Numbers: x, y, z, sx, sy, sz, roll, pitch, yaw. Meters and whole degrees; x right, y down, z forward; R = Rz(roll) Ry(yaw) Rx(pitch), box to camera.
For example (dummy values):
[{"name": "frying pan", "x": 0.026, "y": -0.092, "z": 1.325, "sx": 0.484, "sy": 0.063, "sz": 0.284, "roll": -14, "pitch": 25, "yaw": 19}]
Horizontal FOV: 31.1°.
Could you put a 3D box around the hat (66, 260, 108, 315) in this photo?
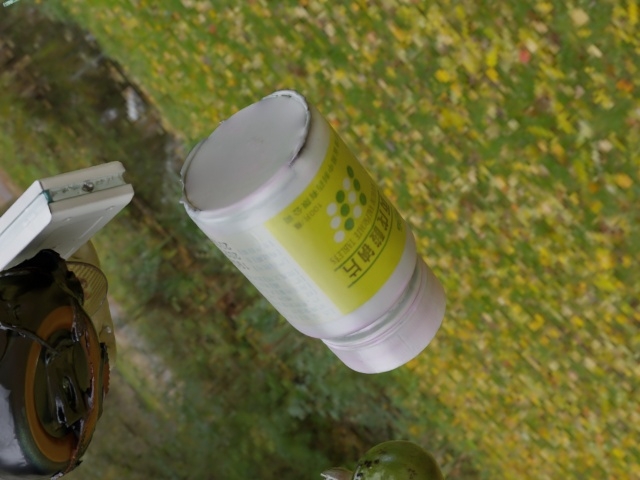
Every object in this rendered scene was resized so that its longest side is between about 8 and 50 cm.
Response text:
[{"name": "hat", "x": -0.382, "y": 0.120, "z": 1.648, "sx": 0.082, "sy": 0.193, "sz": 0.193, "roll": 57, "pitch": 172, "yaw": 29}]

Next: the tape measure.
[{"name": "tape measure", "x": -0.305, "y": 0.138, "z": 1.179, "sx": 0.202, "sy": 0.135, "sz": 0.223, "roll": -41, "pitch": -55, "yaw": -68}]

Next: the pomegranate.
[{"name": "pomegranate", "x": 0.099, "y": 0.407, "z": 1.849, "sx": 0.209, "sy": 0.180, "sz": 0.180, "roll": 7, "pitch": 152, "yaw": 15}]

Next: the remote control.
[{"name": "remote control", "x": -0.317, "y": -0.008, "z": 1.287, "sx": 0.277, "sy": 0.103, "sz": 0.056, "roll": -33, "pitch": 79, "yaw": 49}]

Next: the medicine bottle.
[{"name": "medicine bottle", "x": 0.000, "y": 0.000, "z": 1.532, "sx": 0.213, "sy": 0.213, "sz": 0.379, "roll": 31, "pitch": 165, "yaw": 52}]

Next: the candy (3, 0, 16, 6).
[{"name": "candy", "x": -0.436, "y": -0.408, "z": 1.834, "sx": 0.202, "sy": 0.061, "sz": 0.061, "roll": -15, "pitch": 126, "yaw": 30}]

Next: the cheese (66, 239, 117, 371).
[{"name": "cheese", "x": -0.558, "y": 0.110, "z": 2.224, "sx": 0.129, "sy": 0.351, "sz": 0.328, "roll": -16, "pitch": 79, "yaw": 35}]
